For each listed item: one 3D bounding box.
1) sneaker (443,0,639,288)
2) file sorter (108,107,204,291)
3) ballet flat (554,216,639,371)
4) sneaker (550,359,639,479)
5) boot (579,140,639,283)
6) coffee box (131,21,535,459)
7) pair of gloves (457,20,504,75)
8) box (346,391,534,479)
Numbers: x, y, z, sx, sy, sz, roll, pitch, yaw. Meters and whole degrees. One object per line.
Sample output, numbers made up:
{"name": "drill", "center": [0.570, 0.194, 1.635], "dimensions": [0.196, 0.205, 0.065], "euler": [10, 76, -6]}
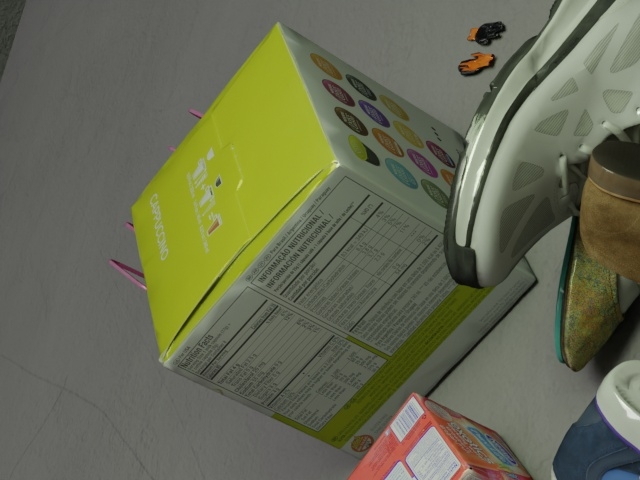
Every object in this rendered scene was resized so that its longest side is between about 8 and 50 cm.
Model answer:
{"name": "sneaker", "center": [0.320, -0.115, 1.488], "dimensions": [0.257, 0.169, 0.447], "euler": [23, 71, 24]}
{"name": "file sorter", "center": [-0.173, -0.034, 2.248], "dimensions": [0.291, 0.182, 0.202], "euler": [-61, 32, 0]}
{"name": "ballet flat", "center": [0.326, -0.023, 1.597], "dimensions": [0.123, 0.123, 0.348], "euler": [-22, 50, 46]}
{"name": "sneaker", "center": [0.341, 0.290, 1.339], "dimensions": [0.323, 0.130, 0.236], "euler": [47, 137, 34]}
{"name": "boot", "center": [0.397, 0.003, 1.384], "dimensions": [0.112, 0.305, 0.115], "euler": [-46, -30, -55]}
{"name": "coffee box", "center": [0.000, 0.000, 1.822], "dimensions": [0.338, 0.334, 0.337], "euler": [-49, 33, 20]}
{"name": "pair of gloves", "center": [0.225, -0.268, 2.019], "dimensions": [0.074, 0.010, 0.083], "euler": [-4, 60, 56]}
{"name": "box", "center": [0.095, 0.343, 1.599], "dimensions": [0.300, 0.142, 0.154], "euler": [-55, 32, 11]}
